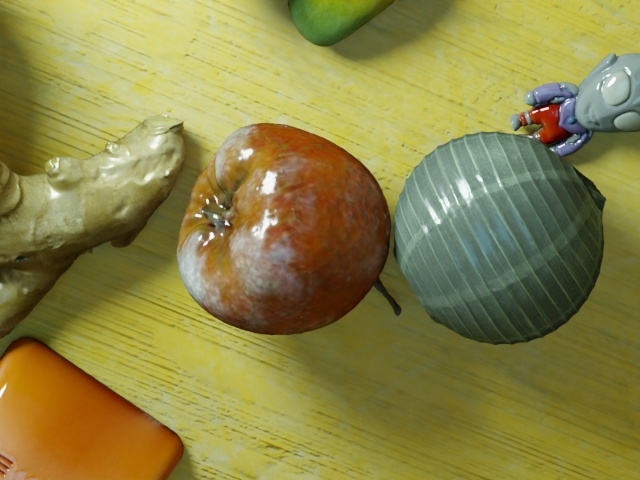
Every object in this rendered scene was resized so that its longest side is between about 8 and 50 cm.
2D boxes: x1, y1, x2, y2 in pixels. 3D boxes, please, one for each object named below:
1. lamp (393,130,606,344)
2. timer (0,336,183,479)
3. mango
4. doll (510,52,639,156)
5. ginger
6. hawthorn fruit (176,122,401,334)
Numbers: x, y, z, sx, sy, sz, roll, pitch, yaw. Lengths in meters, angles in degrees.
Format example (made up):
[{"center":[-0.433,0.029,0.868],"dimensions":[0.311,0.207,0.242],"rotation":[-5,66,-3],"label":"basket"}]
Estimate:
[{"center":[0.204,-0.002,1.318],"dimensions":[0.233,0.233,0.265],"rotation":[-28,116,8],"label":"lamp"},{"center":[-0.335,0.283,1.470],"dimensions":[0.257,0.161,0.250],"rotation":[36,87,-8],"label":"timer"},{"center":[0.036,-0.304,1.321],"dimensions":[0.130,0.092,0.194],"rotation":[25,112,-8],"label":"mango"},{"center":[0.330,-0.162,1.359],"dimensions":[0.228,0.075,0.102],"rotation":[-18,121,17],"label":"doll"},{"center":[-0.334,-0.003,1.380],"dimensions":[0.348,0.122,0.363],"rotation":[-2,128,-23],"label":"ginger"},{"center":[-0.031,-0.019,1.330],"dimensions":[0.231,0.263,0.235],"rotation":[51,142,20],"label":"hawthorn fruit"}]
